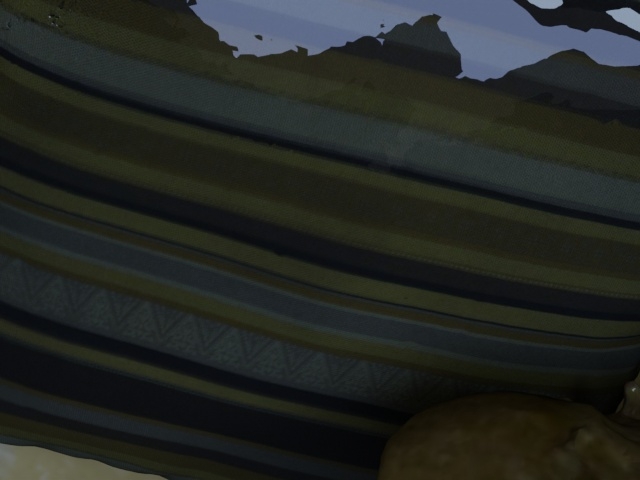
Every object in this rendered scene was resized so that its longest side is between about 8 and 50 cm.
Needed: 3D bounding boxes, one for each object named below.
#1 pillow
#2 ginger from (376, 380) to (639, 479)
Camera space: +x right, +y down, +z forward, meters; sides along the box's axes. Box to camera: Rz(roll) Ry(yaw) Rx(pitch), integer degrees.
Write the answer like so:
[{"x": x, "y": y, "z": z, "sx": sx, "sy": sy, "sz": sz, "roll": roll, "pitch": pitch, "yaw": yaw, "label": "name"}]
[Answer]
[{"x": 0.000, "y": 0.000, "z": 0.509, "sx": 0.208, "sy": 0.052, "sz": 0.212, "roll": 13, "pitch": 126, "yaw": -9, "label": "pillow"}, {"x": 0.153, "y": 0.116, "z": 0.477, "sx": 0.270, "sy": 0.123, "sz": 0.218, "roll": -2, "pitch": 127, "yaw": 22, "label": "ginger"}]
